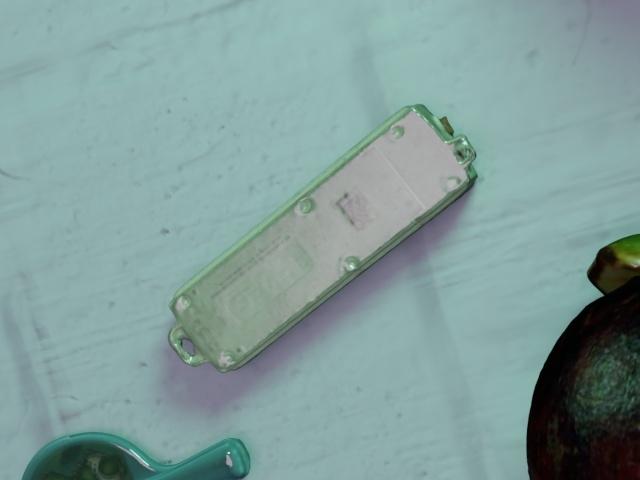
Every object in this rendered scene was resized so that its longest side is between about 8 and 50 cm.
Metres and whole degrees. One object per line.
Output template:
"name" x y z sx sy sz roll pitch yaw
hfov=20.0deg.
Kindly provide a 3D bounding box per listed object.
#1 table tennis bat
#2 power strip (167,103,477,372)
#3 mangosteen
"table tennis bat" -0.144 0.197 1.405 0.201 0.033 0.124 -22 92 19
"power strip" 0.000 0.001 1.341 0.272 0.052 0.078 -39 87 15
"mangosteen" 0.282 0.123 1.177 0.311 0.311 0.311 1 96 13
